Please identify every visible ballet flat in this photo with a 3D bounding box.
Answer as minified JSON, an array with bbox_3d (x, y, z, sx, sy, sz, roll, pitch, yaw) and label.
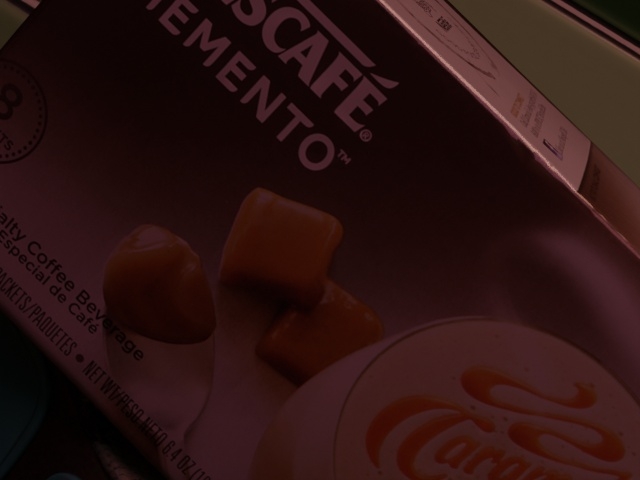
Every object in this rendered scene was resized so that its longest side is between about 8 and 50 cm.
[{"bbox_3d":[-0.072,0.069,0.545,0.070,0.070,0.188,-12,54,-38],"label":"ballet flat"}]

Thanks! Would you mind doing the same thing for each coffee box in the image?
[{"bbox_3d":[0.021,0.018,0.524,0.246,0.141,0.098,46,17,3],"label":"coffee box"}]
